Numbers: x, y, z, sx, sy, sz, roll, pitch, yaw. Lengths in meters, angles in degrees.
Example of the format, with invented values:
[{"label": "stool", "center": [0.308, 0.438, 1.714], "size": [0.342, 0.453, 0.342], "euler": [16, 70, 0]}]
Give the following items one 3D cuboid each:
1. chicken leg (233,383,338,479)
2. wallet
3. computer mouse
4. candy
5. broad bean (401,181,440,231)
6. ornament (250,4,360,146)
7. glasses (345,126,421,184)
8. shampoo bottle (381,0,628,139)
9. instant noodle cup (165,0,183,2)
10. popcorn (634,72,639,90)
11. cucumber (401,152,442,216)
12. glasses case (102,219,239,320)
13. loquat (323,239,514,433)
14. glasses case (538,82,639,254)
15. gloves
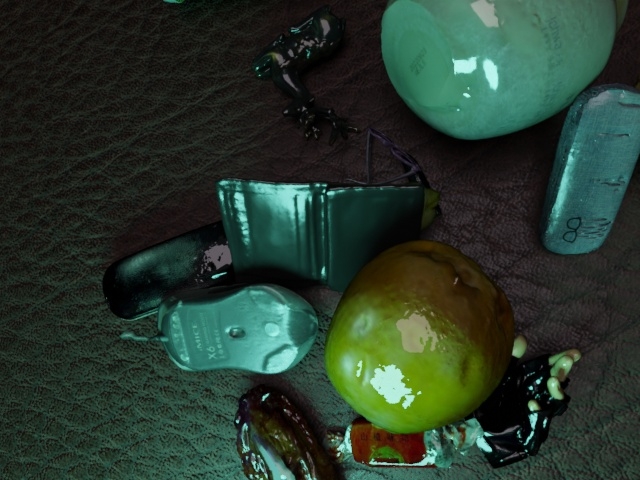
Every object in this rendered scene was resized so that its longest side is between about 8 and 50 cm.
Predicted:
[{"label": "chicken leg", "center": [-0.044, 0.443, 0.893], "size": [0.158, 0.096, 0.406], "euler": [-19, 82, 15]}, {"label": "wallet", "center": [0.000, 0.000, 0.874], "size": [0.323, 0.247, 0.041], "euler": [4, 45, 7]}, {"label": "computer mouse", "center": [-0.185, 0.153, 0.957], "size": [0.380, 0.090, 0.166], "euler": [-4, 100, 13]}, {"label": "candy", "center": [0.126, 0.328, 0.864], "size": [0.293, 0.059, 0.086], "euler": [-13, 76, 30]}, {"label": "broad bean", "center": [0.119, -0.052, 0.907], "size": [0.175, 0.124, 0.082], "euler": [-6, 114, 35]}, {"label": "ornament", "center": [0.006, -0.295, 0.993], "size": [0.202, 0.080, 0.236], "euler": [-33, 74, 9]}, {"label": "glasses", "center": [0.103, -0.129, 0.952], "size": [0.140, 0.063, 0.103], "euler": [50, 116, 36]}, {"label": "shampoo bottle", "center": [0.268, -0.322, 0.807], "size": [0.317, 0.322, 0.322], "euler": [-40, 75, -16]}, {"label": "instant noodle cup", "center": [-0.166, -0.607, 0.991], "size": [0.308, 0.294, 0.293], "euler": [1, 82, 5]}, {"label": "popcorn", "center": [0.601, -0.216, 0.739], "size": [0.265, 0.332, 0.225], "euler": [-1, 57, -2]}, {"label": "cucumber", "center": [0.179, -0.102, 0.950], "size": [0.032, 0.032, 0.133], "euler": [-23, 77, 8]}, {"label": "glasses case", "center": [-0.268, 0.056, 1.000], "size": [0.315, 0.075, 0.121], "euler": [-21, 80, 8]}, {"label": "loquat", "center": [0.138, 0.142, 0.802], "size": [0.284, 0.276, 0.275], "euler": [-44, 72, 44]}, {"label": "glasses case", "center": [0.414, -0.100, 0.813], "size": [0.109, 0.067, 0.282], "euler": [3, 124, 2]}, {"label": "gloves", "center": [0.319, 0.238, 0.821], "size": [0.204, 0.124, 0.164], "euler": [-33, 59, 14]}]
